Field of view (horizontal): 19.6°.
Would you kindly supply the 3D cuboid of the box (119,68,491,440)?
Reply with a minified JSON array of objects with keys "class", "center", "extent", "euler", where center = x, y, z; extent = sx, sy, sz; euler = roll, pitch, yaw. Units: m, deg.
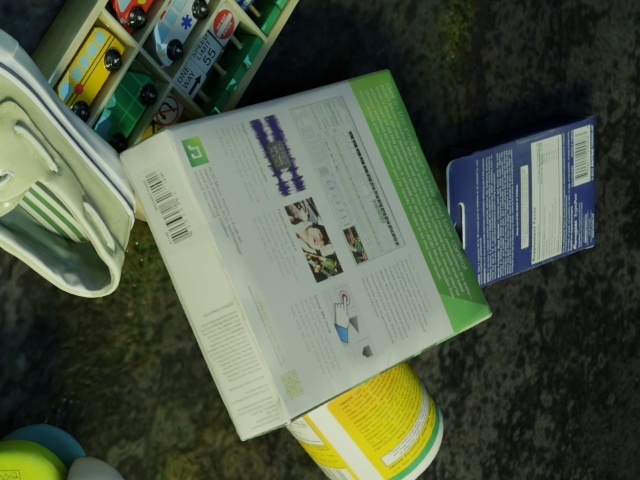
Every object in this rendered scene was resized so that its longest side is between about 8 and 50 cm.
[{"class":"box","center":[0.000,0.000,1.454],"extent":[0.322,0.058,0.232],"euler":[-21,88,-54]}]

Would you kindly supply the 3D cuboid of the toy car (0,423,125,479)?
[{"class":"toy car","center":[-0.205,0.217,1.362],"extent":[0.136,0.159,0.182],"euler":[-68,152,-65]}]

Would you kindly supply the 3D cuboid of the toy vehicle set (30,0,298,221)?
[{"class":"toy vehicle set","center":[-0.112,-0.167,1.421],"extent":[0.166,0.035,0.267],"euler":[45,68,-43]}]

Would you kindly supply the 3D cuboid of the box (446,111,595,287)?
[{"class":"box","center":[0.184,-0.036,1.767],"extent":[0.225,0.036,0.136],"euler":[-18,112,-44]}]

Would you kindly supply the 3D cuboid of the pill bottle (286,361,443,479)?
[{"class":"pill bottle","center":[0.012,0.117,1.567],"extent":[0.118,0.117,0.208],"euler":[-55,133,-21]}]

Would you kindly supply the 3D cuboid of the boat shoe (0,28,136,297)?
[{"class":"boat shoe","center":[-0.221,-0.061,1.263],"extent":[0.302,0.109,0.094],"euler":[38,33,-46]}]
